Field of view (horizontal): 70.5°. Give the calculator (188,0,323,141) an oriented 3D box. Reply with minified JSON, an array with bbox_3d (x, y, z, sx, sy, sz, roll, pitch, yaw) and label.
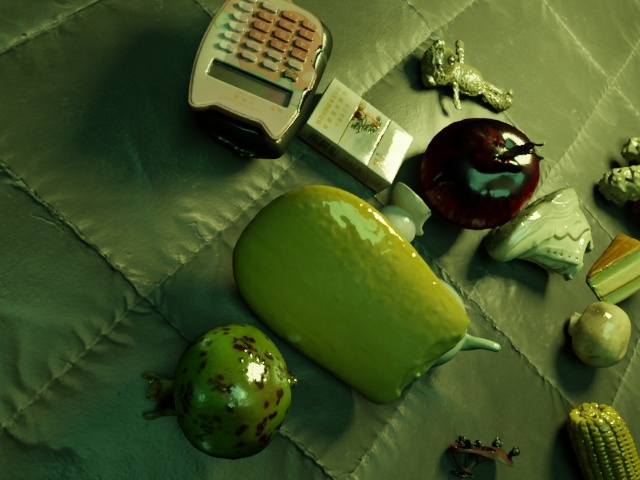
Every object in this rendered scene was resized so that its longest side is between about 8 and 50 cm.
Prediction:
[{"bbox_3d":[-0.111,-0.345,0.860,0.219,0.048,0.330,20,69,-9],"label":"calculator"}]

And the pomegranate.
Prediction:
[{"bbox_3d":[-0.167,0.244,0.728,0.262,0.211,0.211,-9,79,0],"label":"pomegranate"}]

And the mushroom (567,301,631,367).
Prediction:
[{"bbox_3d":[0.694,0.235,1.134,0.166,0.127,0.167,-6,101,-30],"label":"mushroom"}]

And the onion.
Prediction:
[{"bbox_3d":[0.364,-0.166,1.019,0.272,0.285,0.273,0,76,0],"label":"onion"}]

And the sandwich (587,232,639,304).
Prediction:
[{"bbox_3d":[0.839,0.085,1.294,0.187,0.144,0.117,-36,92,9],"label":"sandwich"}]

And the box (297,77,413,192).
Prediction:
[{"bbox_3d":[0.082,-0.234,1.023,0.233,0.067,0.150,33,67,-13],"label":"box"}]

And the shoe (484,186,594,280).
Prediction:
[{"bbox_3d":[0.569,0.010,1.131,0.341,0.132,0.211,-26,85,-30],"label":"shoe"}]

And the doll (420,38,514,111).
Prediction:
[{"bbox_3d":[0.390,-0.418,1.202,0.286,0.091,0.203,44,75,-19],"label":"doll"}]

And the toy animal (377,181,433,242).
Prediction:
[{"bbox_3d":[0.138,-0.004,0.979,0.103,0.131,0.221,39,88,20],"label":"toy animal"}]

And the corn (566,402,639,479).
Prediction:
[{"bbox_3d":[0.677,0.549,1.036,0.131,0.131,0.345,-19,85,-26],"label":"corn"}]

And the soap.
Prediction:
[{"bbox_3d":[0.041,0.096,0.832,0.427,0.306,0.115,44,21,-12],"label":"soap"}]

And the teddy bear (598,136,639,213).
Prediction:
[{"bbox_3d":[1.045,-0.189,1.377,0.357,0.224,0.368,39,50,-8],"label":"teddy bear"}]

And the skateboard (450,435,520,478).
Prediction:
[{"bbox_3d":[0.340,0.462,0.961,0.151,0.067,0.080,12,82,-14],"label":"skateboard"}]

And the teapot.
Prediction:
[{"bbox_3d":[0.218,0.164,0.941,0.294,0.129,0.193,30,66,-14],"label":"teapot"}]

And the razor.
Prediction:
[{"bbox_3d":[-0.110,-0.335,0.940,0.204,0.113,0.349,26,70,-12],"label":"razor"}]
